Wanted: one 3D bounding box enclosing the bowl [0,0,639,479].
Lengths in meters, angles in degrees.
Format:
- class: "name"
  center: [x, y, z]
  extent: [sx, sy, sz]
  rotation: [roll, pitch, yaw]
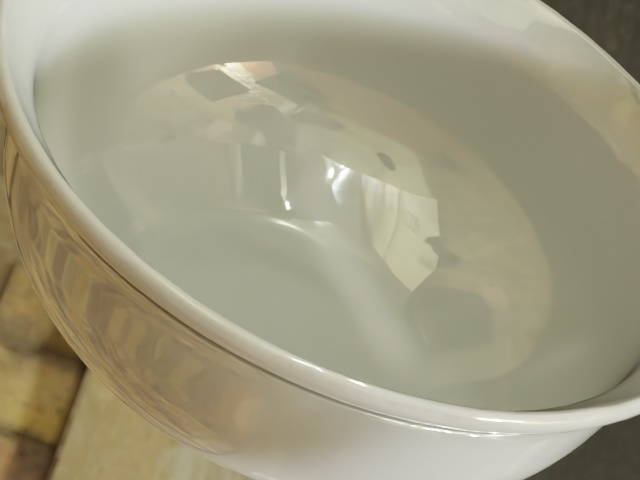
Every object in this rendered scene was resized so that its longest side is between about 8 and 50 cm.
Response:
- class: "bowl"
  center: [0.000, 0.000, 0.735]
  extent: [0.298, 0.298, 0.134]
  rotation: [23, 128, -8]
